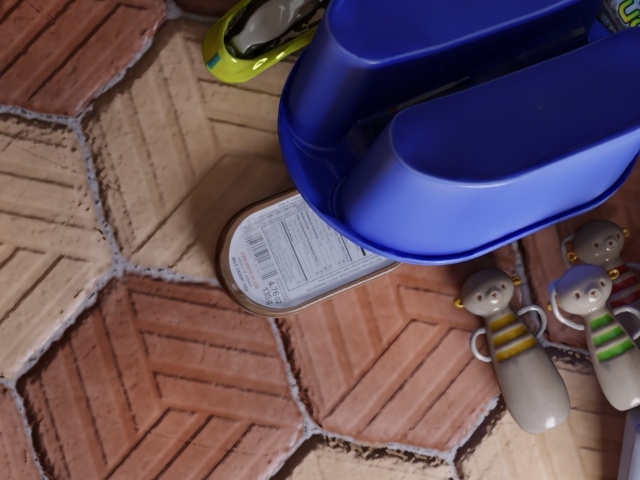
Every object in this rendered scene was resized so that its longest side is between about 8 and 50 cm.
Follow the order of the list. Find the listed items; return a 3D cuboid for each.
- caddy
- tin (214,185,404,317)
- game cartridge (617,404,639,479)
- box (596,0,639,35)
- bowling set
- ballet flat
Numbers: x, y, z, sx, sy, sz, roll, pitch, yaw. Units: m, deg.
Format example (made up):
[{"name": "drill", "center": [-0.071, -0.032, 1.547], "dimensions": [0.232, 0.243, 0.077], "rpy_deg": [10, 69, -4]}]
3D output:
[{"name": "caddy", "center": [0.133, -0.121, 1.154], "dimensions": [0.341, 0.179, 0.241], "rpy_deg": [-21, 73, -19]}, {"name": "tin", "center": [0.000, 0.000, 1.201], "dimensions": [0.190, 0.040, 0.106], "rpy_deg": [-23, 94, -9]}, {"name": "game cartridge", "center": [0.404, 0.192, 1.182], "dimensions": [0.297, 0.062, 0.198], "rpy_deg": [-8, 129, -8]}, {"name": "box", "center": [0.318, -0.210, 1.256], "dimensions": [0.114, 0.036, 0.207], "rpy_deg": [-33, 91, -8]}, {"name": "bowling set", "center": [0.280, 0.046, 1.160], "dimensions": [0.287, 0.200, 0.154], "rpy_deg": [-24, 88, -12]}, {"name": "ballet flat", "center": [-0.003, -0.216, 1.192], "dimensions": [0.231, 0.077, 0.077], "rpy_deg": [-36, 91, -9]}]
